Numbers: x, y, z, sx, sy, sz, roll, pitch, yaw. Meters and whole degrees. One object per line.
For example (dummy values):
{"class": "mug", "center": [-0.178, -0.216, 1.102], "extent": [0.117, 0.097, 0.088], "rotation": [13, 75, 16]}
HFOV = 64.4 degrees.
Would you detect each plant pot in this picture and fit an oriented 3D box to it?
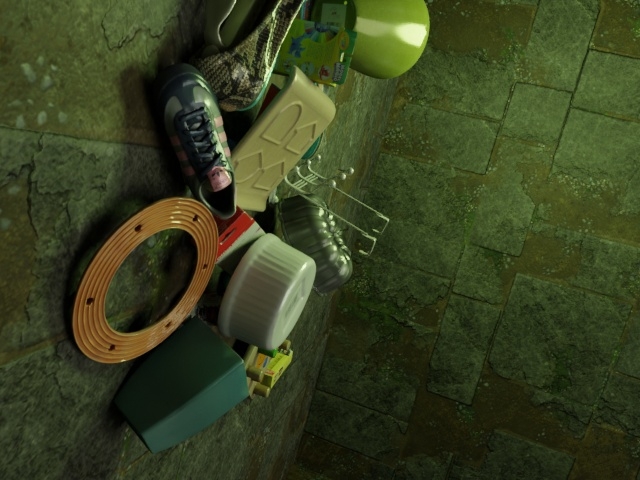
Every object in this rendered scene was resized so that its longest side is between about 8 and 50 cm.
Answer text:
{"class": "plant pot", "center": [0.111, -0.583, 1.377], "extent": [0.294, 0.275, 0.274], "rotation": [-23, 131, -54]}
{"class": "plant pot", "center": [-0.300, 0.319, 1.087], "extent": [0.234, 0.165, 0.165], "rotation": [-37, 148, -31]}

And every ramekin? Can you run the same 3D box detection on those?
{"class": "ramekin", "center": [-0.121, 0.133, 1.248], "extent": [0.277, 0.135, 0.277], "rotation": [-61, 167, -25]}

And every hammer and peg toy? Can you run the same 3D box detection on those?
{"class": "hammer and peg toy", "center": [-0.182, 0.345, 1.749], "extent": [0.266, 0.127, 0.361], "rotation": [87, 23, -56]}

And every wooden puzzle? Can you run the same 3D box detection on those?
{"class": "wooden puzzle", "center": [-0.122, -0.235, 1.225], "extent": [0.347, 0.080, 0.322], "rotation": [-53, 167, 10]}

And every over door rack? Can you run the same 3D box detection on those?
{"class": "over door rack", "center": [0.069, -0.125, 1.484], "extent": [0.108, 0.324, 0.239], "rotation": [-49, 178, 24]}

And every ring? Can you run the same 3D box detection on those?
{"class": "ring", "center": [-0.313, 0.071, 0.938], "extent": [0.336, 0.032, 0.336], "rotation": [-47, 153, -33]}

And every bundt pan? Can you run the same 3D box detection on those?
{"class": "bundt pan", "center": [0.000, 0.000, 1.551], "extent": [0.331, 0.124, 0.330], "rotation": [-23, 90, -79]}

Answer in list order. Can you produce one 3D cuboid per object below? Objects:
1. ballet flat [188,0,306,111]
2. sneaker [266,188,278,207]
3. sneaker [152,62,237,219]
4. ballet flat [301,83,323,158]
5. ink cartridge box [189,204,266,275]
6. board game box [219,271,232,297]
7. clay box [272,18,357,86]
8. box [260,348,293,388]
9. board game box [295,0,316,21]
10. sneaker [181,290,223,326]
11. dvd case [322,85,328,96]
{"class": "ballet flat", "center": [-0.113, -0.481, 0.989], "extent": [0.182, 0.164, 0.482], "rotation": [49, 58, -51]}
{"class": "sneaker", "center": [-0.156, -0.118, 1.491], "extent": [0.069, 0.038, 0.098], "rotation": [-57, 156, -36]}
{"class": "sneaker", "center": [-0.207, -0.167, 0.929], "extent": [0.112, 0.131, 0.319], "rotation": [-29, 150, -14]}
{"class": "ballet flat", "center": [-0.031, -0.396, 1.519], "extent": [0.106, 0.108, 0.316], "rotation": [-72, 172, -50]}
{"class": "ink cartridge box", "center": [-0.212, -0.006, 1.192], "extent": [0.134, 0.078, 0.231], "rotation": [-47, 163, -7]}
{"class": "board game box", "center": [-0.183, 0.152, 1.409], "extent": [0.026, 0.186, 0.126], "rotation": [-145, -112, -68]}
{"class": "clay box", "center": [-0.030, -0.440, 1.185], "extent": [0.053, 0.222, 0.127], "rotation": [-18, 124, -75]}
{"class": "box", "center": [-0.187, 0.496, 2.022], "extent": [0.232, 0.087, 0.058], "rotation": [-38, 141, -67]}
{"class": "board game box", "center": [-0.032, -0.608, 1.356], "extent": [0.210, 0.047, 0.160], "rotation": [-55, 158, -53]}
{"class": "sneaker", "center": [-0.271, 0.163, 1.223], "extent": [0.225, 0.093, 0.088], "rotation": [5, 102, -76]}
{"class": "dvd case", "center": [-0.016, -0.451, 1.693], "extent": [0.221, 0.018, 0.164], "rotation": [-60, 162, -45]}
